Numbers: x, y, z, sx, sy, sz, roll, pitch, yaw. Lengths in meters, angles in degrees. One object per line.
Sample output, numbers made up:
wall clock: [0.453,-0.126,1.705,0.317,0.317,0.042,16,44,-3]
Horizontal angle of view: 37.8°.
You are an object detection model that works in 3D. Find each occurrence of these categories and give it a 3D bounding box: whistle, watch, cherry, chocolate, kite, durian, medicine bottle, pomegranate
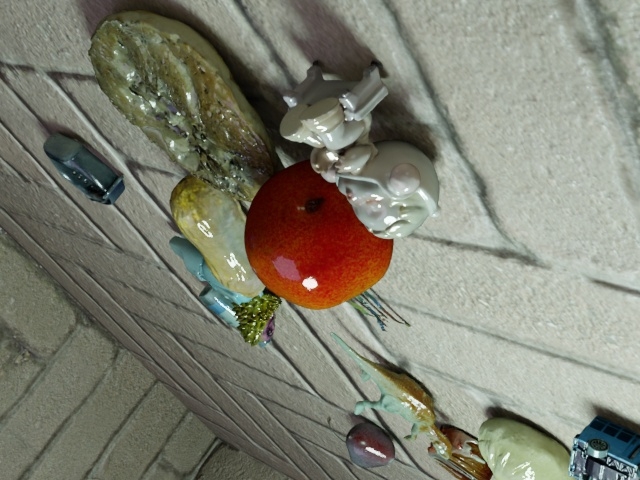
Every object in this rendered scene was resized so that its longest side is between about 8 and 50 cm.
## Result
whistle: [-0.227,0.061,2.053,0.274,0.093,0.186,28,159,31]
watch: [-0.523,-0.153,2.100,0.206,0.068,0.193,21,158,44]
cherry: [0.122,0.528,2.455,0.148,0.115,0.188,44,164,43]
chocolate: [-0.177,-0.008,1.772,0.134,0.134,0.309,18,149,40]
kite: [0.038,0.080,1.732,0.310,0.015,0.169,36,161,-14]
durian: [-0.159,0.181,2.131,0.119,0.108,0.186,19,162,-3]
medicine bottle: [-0.209,0.189,2.336,0.208,0.053,0.090,42,158,-15]
pomegranate: [0.000,0.000,1.377,0.221,0.221,0.256,26,153,26]

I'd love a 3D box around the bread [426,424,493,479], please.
bread: [0.321,0.487,2.103,0.161,0.073,0.160,32,162,11]

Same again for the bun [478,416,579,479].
bun: [0.392,0.443,1.819,0.222,0.127,0.222,30,160,12]

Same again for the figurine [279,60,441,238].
figurine: [0.062,-0.102,1.201,0.182,0.144,0.256,-10,131,35]

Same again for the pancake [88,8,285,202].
pancake: [-0.202,-0.204,1.453,0.387,0.082,0.387,35,159,16]

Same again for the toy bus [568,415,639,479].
toy bus: [0.505,0.365,1.503,0.185,0.106,0.090,22,124,35]

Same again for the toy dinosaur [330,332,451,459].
toy dinosaur: [0.139,0.318,2.009,0.206,0.092,0.392,3,129,50]
